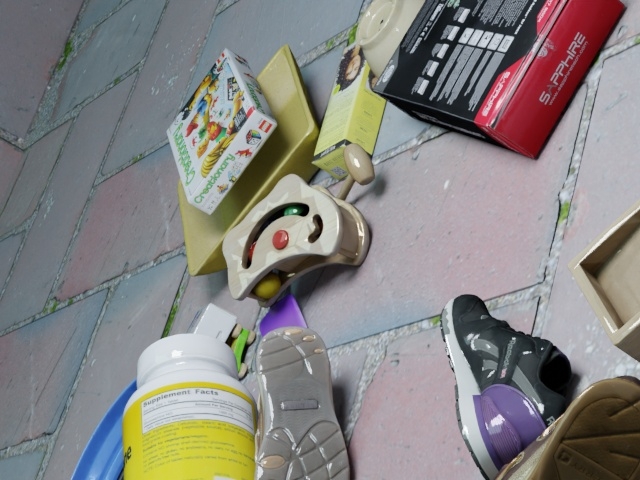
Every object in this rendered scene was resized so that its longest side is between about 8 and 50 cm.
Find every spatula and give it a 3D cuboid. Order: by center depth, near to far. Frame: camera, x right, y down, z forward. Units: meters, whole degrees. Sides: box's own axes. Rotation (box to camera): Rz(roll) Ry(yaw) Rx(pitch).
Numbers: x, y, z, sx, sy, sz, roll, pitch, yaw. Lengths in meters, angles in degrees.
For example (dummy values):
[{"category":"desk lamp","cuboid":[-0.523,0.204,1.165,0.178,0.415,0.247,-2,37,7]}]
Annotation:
[{"category":"spatula","cuboid":[-0.064,0.071,2.275,0.084,0.030,0.296,-46,28,24]}]

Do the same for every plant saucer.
[{"category":"plant saucer","cuboid":[-0.106,-0.124,2.509,0.333,0.081,0.332,-50,26,20]}]

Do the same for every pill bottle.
[{"category":"pill bottle","cuboid":[-0.169,0.295,1.991,0.188,0.188,0.334,-43,37,31]}]

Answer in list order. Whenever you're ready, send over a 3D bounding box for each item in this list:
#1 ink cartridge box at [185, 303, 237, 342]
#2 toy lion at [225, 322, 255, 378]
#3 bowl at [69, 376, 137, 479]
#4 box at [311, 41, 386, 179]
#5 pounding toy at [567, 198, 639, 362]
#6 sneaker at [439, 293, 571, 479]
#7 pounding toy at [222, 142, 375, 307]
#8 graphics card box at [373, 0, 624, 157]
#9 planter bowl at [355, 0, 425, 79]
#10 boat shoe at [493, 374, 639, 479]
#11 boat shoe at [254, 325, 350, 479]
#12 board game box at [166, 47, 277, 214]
[{"category":"ink cartridge box","cuboid":[-0.180,0.152,2.324,0.088,0.052,0.122,-63,9,-14]},{"category":"toy lion","cuboid":[-0.141,0.179,2.303,0.096,0.034,0.100,-42,27,47]},{"category":"bowl","cuboid":[-0.270,0.369,2.276,0.391,0.077,0.391,-42,30,32]},{"category":"box","cuboid":[0.057,-0.214,2.334,0.087,0.058,0.232,-28,40,48]},{"category":"pounding toy","cuboid":[0.367,0.047,1.445,0.181,0.094,0.206,-44,38,19]},{"category":"sneaker","cuboid":[0.214,0.145,1.638,0.124,0.107,0.283,-26,31,12]},{"category":"pounding toy","cuboid":[0.000,0.000,2.176,0.269,0.155,0.154,-44,56,19]},{"category":"graphics card box","cuboid":[0.228,-0.255,2.020,0.232,0.094,0.371,-60,26,-1]},{"category":"planter bowl","cuboid":[0.123,-0.310,2.256,0.162,0.109,0.162,-42,30,31]},{"category":"boat shoe","cuboid":[0.214,0.272,1.472,0.342,0.123,0.123,-58,-5,11]},{"category":"boat shoe","cuboid":[-0.028,0.271,1.919,0.116,0.123,0.324,98,174,-56]},{"category":"board game box","cuboid":[-0.173,-0.191,2.549,0.193,0.053,0.305,-53,26,14]}]
